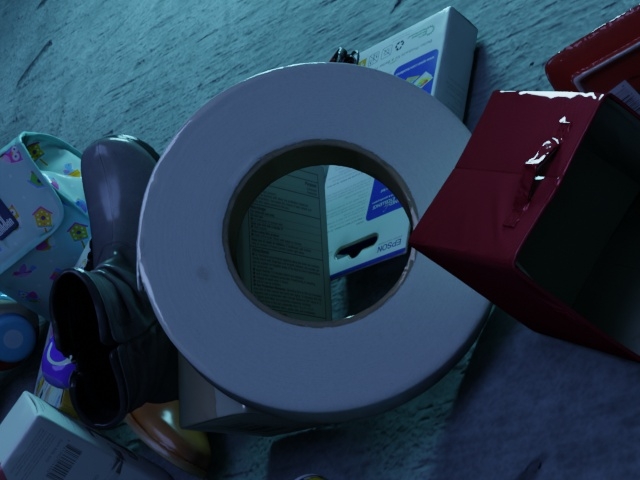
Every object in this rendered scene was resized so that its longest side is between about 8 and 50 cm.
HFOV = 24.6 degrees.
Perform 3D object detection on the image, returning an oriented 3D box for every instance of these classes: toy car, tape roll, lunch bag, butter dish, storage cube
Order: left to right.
[{"bbox_3d":[-0.547,0.209,2.260,0.219,0.210,0.238,-152,67,-71],"label":"toy car"},{"bbox_3d":[-0.418,-0.024,2.184,0.223,0.262,0.160,-36,36,26],"label":"lunch bag"},{"bbox_3d":[0.000,0.000,1.556,0.392,0.072,0.392,-1,74,5],"label":"tape roll"},{"bbox_3d":[0.235,-0.016,1.375,0.184,0.215,0.193,-60,26,-8],"label":"storage cube"},{"bbox_3d":[0.333,-0.168,1.468,0.160,0.160,0.118,-29,17,34],"label":"butter dish"}]

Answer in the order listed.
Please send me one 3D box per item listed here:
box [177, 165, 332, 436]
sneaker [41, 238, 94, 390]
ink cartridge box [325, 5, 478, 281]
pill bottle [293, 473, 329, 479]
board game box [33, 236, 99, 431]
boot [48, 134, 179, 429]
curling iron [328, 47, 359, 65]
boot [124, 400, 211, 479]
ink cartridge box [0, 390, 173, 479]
[{"bbox_3d":[-0.076,0.059,1.675,0.121,0.148,0.311,-20,66,43],"label":"box"},{"bbox_3d":[-0.262,0.048,1.830,0.102,0.146,0.293,18,55,32],"label":"sneaker"},{"bbox_3d":[0.087,-0.103,1.780,0.176,0.069,0.371,-22,42,42],"label":"ink cartridge box"},{"bbox_3d":[0.011,0.290,1.512,0.065,0.065,0.116,-57,33,-4],"label":"pill bottle"},{"bbox_3d":[-0.331,0.157,2.008,0.242,0.064,0.316,127,156,-47],"label":"board game box"},{"bbox_3d":[-0.230,0.033,1.653,0.118,0.223,0.338,-22,82,21],"label":"boot"},{"bbox_3d":[-0.028,-0.150,1.937,0.274,0.035,0.068,-51,18,36],"label":"curling iron"},{"bbox_3d":[-0.141,0.153,1.825,0.220,0.109,0.283,-47,25,5],"label":"boot"},{"bbox_3d":[-0.305,0.305,1.769,0.158,0.218,0.092,-55,26,0],"label":"ink cartridge box"}]
